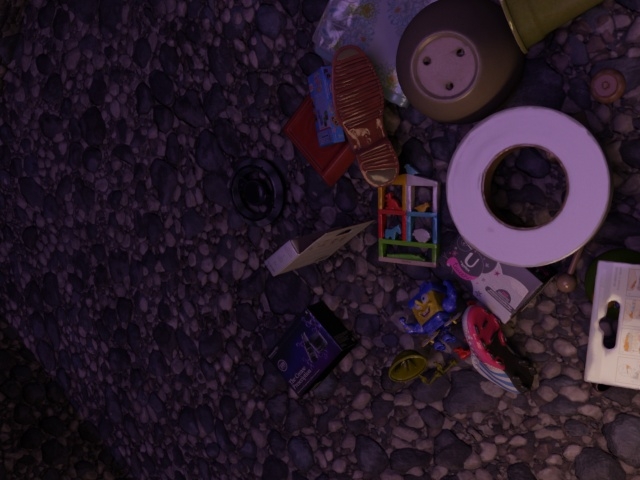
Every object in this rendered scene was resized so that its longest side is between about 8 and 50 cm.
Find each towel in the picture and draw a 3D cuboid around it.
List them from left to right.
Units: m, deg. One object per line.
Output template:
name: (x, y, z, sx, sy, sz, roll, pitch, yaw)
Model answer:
towel: (0.169, -0.594, 1.988, 0.374, 0.090, 0.320, 39, 120, 22)

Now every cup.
cup: (0.328, -0.436, 1.769, 0.331, 0.237, 0.331, 6, 109, 17)

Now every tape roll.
tape roll: (0.495, -0.127, 1.725, 0.392, 0.072, 0.391, 3, 97, 29)

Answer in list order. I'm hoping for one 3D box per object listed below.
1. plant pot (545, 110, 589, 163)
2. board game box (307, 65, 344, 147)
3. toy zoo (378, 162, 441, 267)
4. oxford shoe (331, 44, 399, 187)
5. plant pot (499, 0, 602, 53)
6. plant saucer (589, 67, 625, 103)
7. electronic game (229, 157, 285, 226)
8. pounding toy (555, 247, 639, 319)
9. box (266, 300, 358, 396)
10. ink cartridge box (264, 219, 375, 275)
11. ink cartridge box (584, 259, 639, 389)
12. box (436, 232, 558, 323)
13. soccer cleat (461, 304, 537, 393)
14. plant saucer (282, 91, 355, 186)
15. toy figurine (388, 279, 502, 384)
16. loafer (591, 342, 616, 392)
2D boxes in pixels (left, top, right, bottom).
plant pot: (0.595, -0.248, 1.758, 0.109, 0.096, 0.109, -17, 90, 37)
board game box: (0.014, -0.380, 2.059, 0.160, 0.039, 0.211, -170, 69, -75)
toy zoo: (0.255, -0.076, 2.072, 0.192, 0.030, 0.293, 5, 102, 34)
oxford shoe: (0.109, -0.345, 1.995, 0.141, 0.146, 0.396, -15, 109, 0)
plant pot: (0.542, -0.608, 1.640, 0.254, 0.276, 0.276, -20, 88, 25)
plant saucer: (0.686, -0.371, 1.719, 0.083, 0.015, 0.083, 8, 104, 33)
electronic game: (-0.211, -0.159, 2.368, 0.229, 0.048, 0.229, 7, 103, 33)
pounding toy: (0.701, 0.105, 1.750, 0.237, 0.110, 0.182, 30, 115, 26)
box: (-0.031, 0.351, 2.320, 0.184, 0.103, 0.261, 50, 123, 19)
ink cartridge box: (0.000, 0.000, 2.115, 0.239, 0.275, 0.060, -40, 76, 33)
ink cartridge box: (0.820, 0.199, 1.639, 0.385, 0.091, 0.308, 5, 104, 17)
box: (0.462, 0.069, 1.889, 0.247, 0.142, 0.163, 46, 121, 19)
soccer cleat: (0.437, 0.296, 1.895, 0.143, 0.116, 0.331, -7, 132, 49)
plant saucer: (0.015, -0.337, 2.176, 0.259, 0.048, 0.258, 51, 123, 15)
toy figurine: (0.326, 0.229, 2.054, 0.362, 0.191, 0.217, -50, 42, 35)
loafer: (0.773, 0.265, 1.728, 0.109, 0.095, 0.302, 38, 121, -4)
